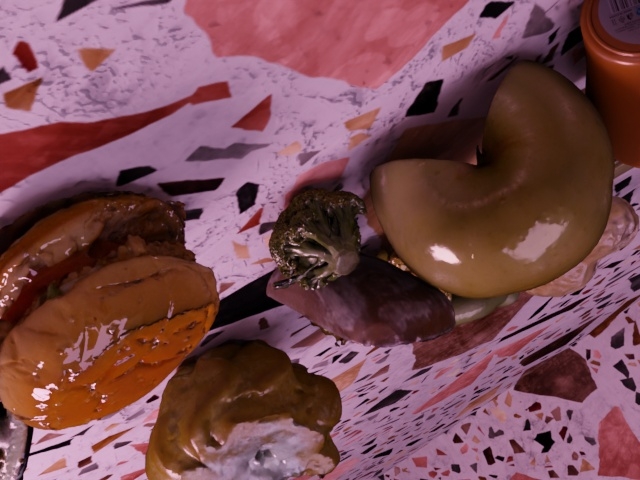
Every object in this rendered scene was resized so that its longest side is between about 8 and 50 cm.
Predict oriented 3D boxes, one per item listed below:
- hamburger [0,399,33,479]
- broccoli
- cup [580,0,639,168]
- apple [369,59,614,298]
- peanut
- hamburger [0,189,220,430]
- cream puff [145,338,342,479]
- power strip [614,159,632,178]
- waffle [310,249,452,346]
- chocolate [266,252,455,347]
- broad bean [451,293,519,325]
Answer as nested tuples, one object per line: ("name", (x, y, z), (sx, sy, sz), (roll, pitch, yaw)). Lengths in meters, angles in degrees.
("hamburger", (-0.442, 0.233, 0.947), (0.168, 0.192, 0.288), (-12, 127, -49))
("broccoli", (0.000, 0.000, 1.039), (0.131, 0.120, 0.130), (-6, 117, -36))
("cup", (0.405, -0.226, 1.011), (0.226, 0.182, 0.264), (-62, 150, -5))
("apple", (0.227, -0.048, 1.053), (0.295, 0.233, 0.258), (-31, 154, 8))
("peanut", (0.505, 0.019, 1.682), (0.130, 0.130, 0.290), (-10, 149, -40))
("hamburger", (-0.222, 0.071, 0.863), (0.244, 0.163, 0.244), (-23, 156, -11))
("cream puff", (-0.140, 0.277, 1.371), (0.323, 0.270, 0.274), (-23, 123, -16))
("power strip", (0.490, -0.176, 1.283), (0.387, 0.092, 0.066), (-31, 157, 3))
("waffle", (0.095, 0.087, 1.365), (0.254, 0.052, 0.245), (-19, 149, 10))
("chocolate", (0.051, 0.058, 1.128), (0.157, 0.254, 0.080), (-7, 109, -34))
("broad bean", (0.255, 0.089, 1.524), (0.169, 0.100, 0.228), (3, -160, 45))
